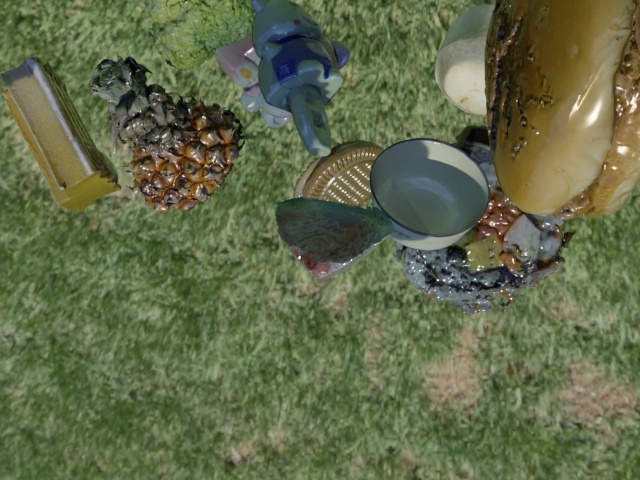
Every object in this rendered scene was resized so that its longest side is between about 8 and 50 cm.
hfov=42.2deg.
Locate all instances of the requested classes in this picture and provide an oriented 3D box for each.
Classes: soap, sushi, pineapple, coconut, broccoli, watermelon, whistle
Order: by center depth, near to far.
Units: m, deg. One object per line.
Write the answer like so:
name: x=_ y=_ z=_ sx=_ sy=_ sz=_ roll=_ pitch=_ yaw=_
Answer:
watermelon: x=0.006 y=-0.002 z=0.961 sx=0.094 sy=0.180 sz=0.081 roll=-10 pitch=110 yaw=-26
whistle: x=-0.029 y=-0.215 z=1.039 sx=0.092 sy=0.244 sz=0.110 roll=-31 pitch=152 yaw=30
broccoli: x=-0.236 y=-0.465 z=1.449 sx=0.254 sy=0.186 sz=0.302 roll=-13 pitch=107 yaw=46
pineapple: x=-0.313 y=-0.221 z=1.522 sx=0.262 sy=0.262 sz=0.271 roll=-16 pitch=143 yaw=21
coconut: x=0.344 y=-0.371 z=1.686 sx=0.202 sy=0.222 sz=0.202 roll=19 pitch=143 yaw=15
soap: x=-0.549 y=-0.220 z=1.761 sx=0.143 sy=0.259 sz=0.281 roll=-26 pitch=86 yaw=-8
sushi: x=0.345 y=-0.035 z=1.830 sx=0.418 sy=0.176 sz=0.417 roll=0 pitch=88 yaw=-2

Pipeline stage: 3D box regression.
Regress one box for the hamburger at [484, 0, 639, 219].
hamburger: x=0.282 y=-0.190 z=0.894 sx=0.174 sy=0.304 sz=0.284 roll=3 pitch=153 yaw=-5

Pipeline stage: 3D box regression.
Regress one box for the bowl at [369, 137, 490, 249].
bowl: x=0.203 y=-0.075 z=1.642 sx=0.238 sy=0.237 sz=0.126 roll=11 pitch=145 yaw=-2

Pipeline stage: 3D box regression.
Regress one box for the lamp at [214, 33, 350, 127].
lamp: x=-0.098 y=-0.389 z=1.760 sx=0.247 sy=0.247 sz=0.301 roll=-47 pitch=148 yaw=9

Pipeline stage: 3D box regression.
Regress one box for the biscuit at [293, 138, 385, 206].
biscuit: x=0.049 y=-0.141 z=1.979 sx=0.259 sy=0.079 sz=0.259 roll=-28 pitch=152 yaw=-17
